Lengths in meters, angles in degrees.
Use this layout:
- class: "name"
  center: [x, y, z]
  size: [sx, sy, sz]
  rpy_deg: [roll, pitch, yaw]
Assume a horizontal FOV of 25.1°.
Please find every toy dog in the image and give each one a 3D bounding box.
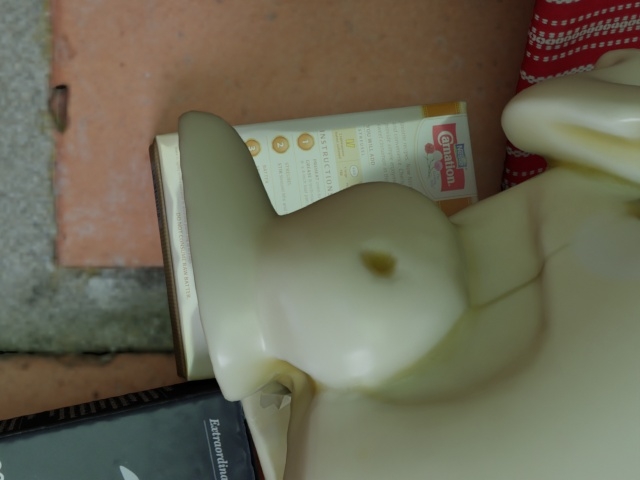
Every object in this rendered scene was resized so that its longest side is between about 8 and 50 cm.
- class: "toy dog"
  center: [0.166, 0.060, 0.635]
  size: [0.407, 0.395, 0.285]
  rpy_deg: [-15, 115, -1]

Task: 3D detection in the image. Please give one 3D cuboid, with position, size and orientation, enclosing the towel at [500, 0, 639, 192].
- class: "towel"
  center: [0.212, -0.120, 0.821]
  size: [0.198, 0.275, 0.031]
  rpy_deg: [-8, 49, -10]

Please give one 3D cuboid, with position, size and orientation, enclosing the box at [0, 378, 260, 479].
- class: "box"
  center: [-0.134, 0.171, 0.805]
  size: [0.207, 0.108, 0.153]
  rpy_deg: [-10, 90, -11]

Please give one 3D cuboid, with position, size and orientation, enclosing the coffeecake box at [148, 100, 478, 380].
- class: "coffeecake box"
  center: [0.000, 0.000, 0.856]
  size: [0.185, 0.068, 0.142]
  rpy_deg: [-7, 89, -11]
